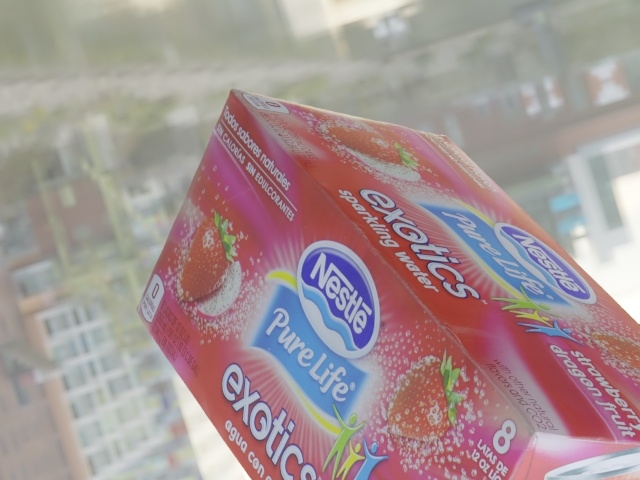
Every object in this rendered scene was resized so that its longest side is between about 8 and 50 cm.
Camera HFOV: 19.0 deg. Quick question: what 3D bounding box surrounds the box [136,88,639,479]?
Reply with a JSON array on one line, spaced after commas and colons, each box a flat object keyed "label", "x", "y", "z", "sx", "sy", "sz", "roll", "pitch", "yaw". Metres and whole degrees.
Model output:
[{"label": "box", "x": 0.042, "y": 0.055, "z": 0.795, "sx": 0.128, "sy": 0.122, "sz": 0.257, "roll": 9, "pitch": -153, "yaw": -36}]
